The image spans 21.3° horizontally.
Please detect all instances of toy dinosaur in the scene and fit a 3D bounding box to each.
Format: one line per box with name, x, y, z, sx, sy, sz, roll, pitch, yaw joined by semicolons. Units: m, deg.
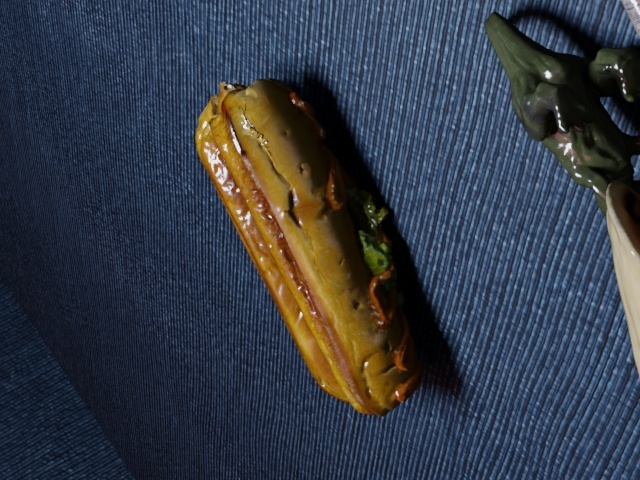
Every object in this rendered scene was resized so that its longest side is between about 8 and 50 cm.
toy dinosaur;0.159;-0.069;1.147;0.187;0.087;0.179;65;159;-7

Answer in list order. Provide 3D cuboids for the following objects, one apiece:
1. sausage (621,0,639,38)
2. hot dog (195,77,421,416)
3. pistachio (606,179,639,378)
sausage;0.185;-0.172;1.022;0.269;0.033;0.033;63;160;-4
hot dog;0.000;0.000;1.592;0.348;0.117;0.158;63;166;-9
pistachio;0.246;0.044;0.987;0.157;0.157;0.229;110;137;-65
